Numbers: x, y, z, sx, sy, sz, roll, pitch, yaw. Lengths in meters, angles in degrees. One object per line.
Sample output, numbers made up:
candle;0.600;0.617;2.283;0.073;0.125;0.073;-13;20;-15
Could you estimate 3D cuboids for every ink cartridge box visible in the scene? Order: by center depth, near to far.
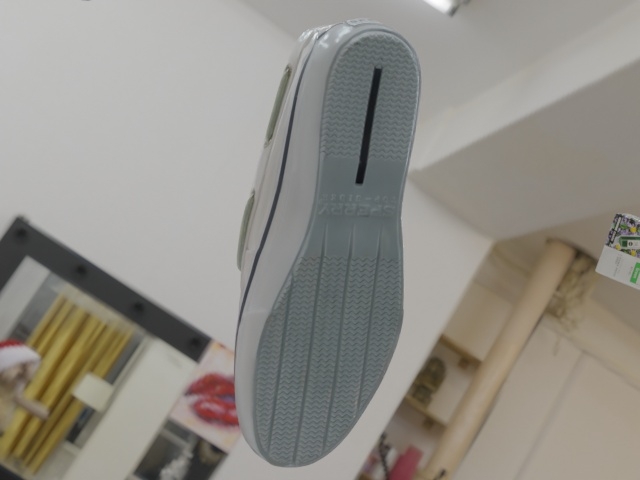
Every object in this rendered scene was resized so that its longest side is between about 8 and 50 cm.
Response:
ink cartridge box;0.326;0.021;1.020;0.115;0.063;0.029;26;16;36

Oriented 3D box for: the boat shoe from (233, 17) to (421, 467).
boat shoe;0.000;0.000;0.556;0.083;0.226;0.076;11;8;-27
